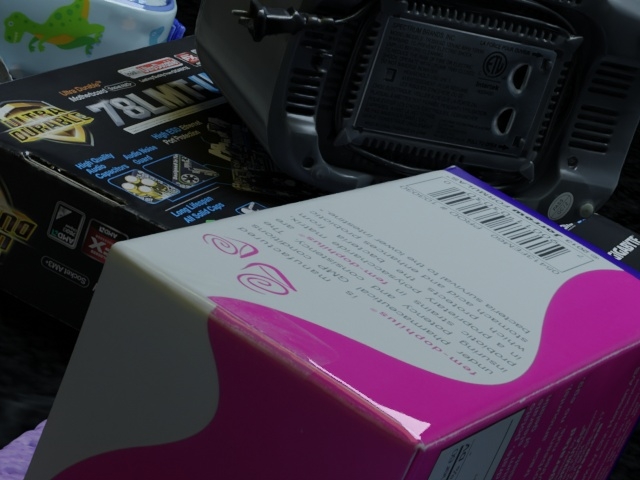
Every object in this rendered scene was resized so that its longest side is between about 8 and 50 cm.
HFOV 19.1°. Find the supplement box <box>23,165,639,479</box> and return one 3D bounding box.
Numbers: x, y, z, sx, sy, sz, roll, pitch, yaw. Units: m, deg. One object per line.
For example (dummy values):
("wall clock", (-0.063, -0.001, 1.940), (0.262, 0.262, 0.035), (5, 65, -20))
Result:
("supplement box", (0.018, 0.057, 0.617), (0.111, 0.114, 0.220), (32, 21, 23))

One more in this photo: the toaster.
("toaster", (0.037, -0.093, 0.899), (0.227, 0.129, 0.146), (7, 20, -28))

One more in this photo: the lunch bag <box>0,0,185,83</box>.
("lunch bag", (-0.172, -0.146, 1.093), (0.176, 0.090, 0.219), (14, 20, -16))

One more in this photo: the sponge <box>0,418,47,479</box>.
("sponge", (-0.060, 0.105, 0.626), (0.117, 0.031, 0.210), (26, 20, 13))

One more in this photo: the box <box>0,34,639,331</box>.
("box", (0.000, 0.000, 0.904), (0.293, 0.073, 0.295), (26, 20, 16))
